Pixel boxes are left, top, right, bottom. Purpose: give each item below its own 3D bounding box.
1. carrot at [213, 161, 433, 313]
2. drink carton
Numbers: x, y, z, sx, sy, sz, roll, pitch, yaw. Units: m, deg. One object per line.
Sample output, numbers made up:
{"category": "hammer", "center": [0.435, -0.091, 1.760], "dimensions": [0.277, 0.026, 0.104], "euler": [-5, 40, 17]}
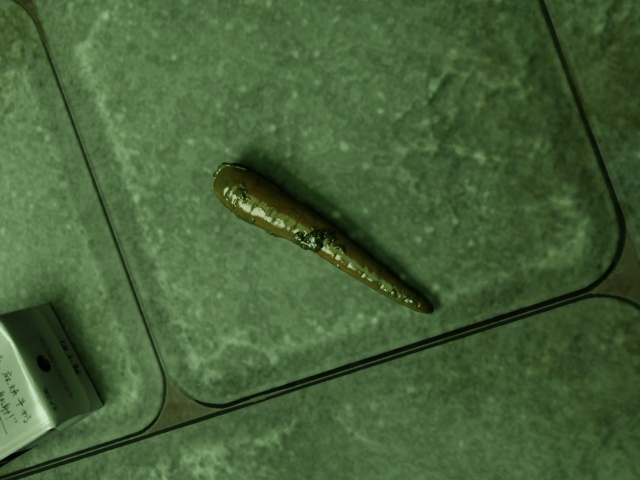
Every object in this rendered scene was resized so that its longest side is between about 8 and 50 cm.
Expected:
{"category": "carrot", "center": [0.000, 0.000, 1.137], "dimensions": [0.254, 0.049, 0.049], "euler": [32, 108, 12]}
{"category": "drink carton", "center": [-0.363, 0.176, 1.282], "dimensions": [0.222, 0.102, 0.134], "euler": [-31, 83, 24]}
